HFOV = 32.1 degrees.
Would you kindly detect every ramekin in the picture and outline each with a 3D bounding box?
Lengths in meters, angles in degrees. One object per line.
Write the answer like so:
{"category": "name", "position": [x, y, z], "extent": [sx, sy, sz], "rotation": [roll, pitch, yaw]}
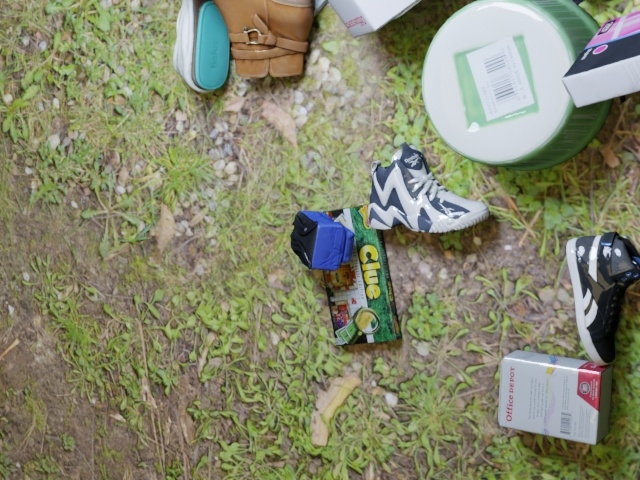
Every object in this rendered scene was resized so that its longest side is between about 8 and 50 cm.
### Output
{"category": "ramekin", "position": [0.315, -0.261, 1.830], "extent": [0.303, 0.148, 0.303], "rotation": [5, 99, 31]}

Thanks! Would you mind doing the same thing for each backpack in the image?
{"category": "backpack", "position": [0.000, 0.000, 2.060], "extent": [0.120, 0.101, 0.098], "rotation": [34, 113, 59]}

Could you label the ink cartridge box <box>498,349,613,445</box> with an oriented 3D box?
{"category": "ink cartridge box", "position": [0.401, 0.264, 1.897], "extent": [0.175, 0.072, 0.127], "rotation": [7, 101, 31]}

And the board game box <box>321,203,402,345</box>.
{"category": "board game box", "position": [0.068, 0.066, 2.101], "extent": [0.136, 0.030, 0.260], "rotation": [-10, 92, 30]}

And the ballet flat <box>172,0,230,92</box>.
{"category": "ballet flat", "position": [-0.222, -0.490, 2.152], "extent": [0.139, 0.139, 0.400], "rotation": [20, 108, 28]}

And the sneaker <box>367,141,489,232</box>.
{"category": "sneaker", "position": [0.183, -0.099, 1.965], "extent": [0.235, 0.094, 0.153], "rotation": [4, 108, 41]}

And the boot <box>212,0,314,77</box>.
{"category": "boot", "position": [-0.154, -0.416, 2.066], "extent": [0.283, 0.109, 0.220], "rotation": [2, 121, -3]}

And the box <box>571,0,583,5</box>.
{"category": "box", "position": [0.418, -0.547, 1.673], "extent": [0.295, 0.073, 0.293], "rotation": [-34, 122, 32]}

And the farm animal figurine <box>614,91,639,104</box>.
{"category": "farm animal figurine", "position": [0.626, -0.193, 1.627], "extent": [0.330, 0.172, 0.327], "rotation": [54, 159, 11]}

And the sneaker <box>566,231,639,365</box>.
{"category": "sneaker", "position": [0.482, 0.093, 1.818], "extent": [0.121, 0.079, 0.217], "rotation": [-13, 89, 34]}

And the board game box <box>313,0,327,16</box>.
{"category": "board game box", "position": [-0.015, -0.480, 2.077], "extent": [0.090, 0.020, 0.090], "rotation": [-43, 75, 29]}

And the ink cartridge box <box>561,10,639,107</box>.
{"category": "ink cartridge box", "position": [0.541, -0.297, 1.590], "extent": [0.371, 0.176, 0.069], "rotation": [-9, 121, 46]}

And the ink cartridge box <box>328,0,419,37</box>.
{"category": "ink cartridge box", "position": [0.073, -0.502, 1.832], "extent": [0.197, 0.198, 0.270], "rotation": [-37, 101, -3]}
